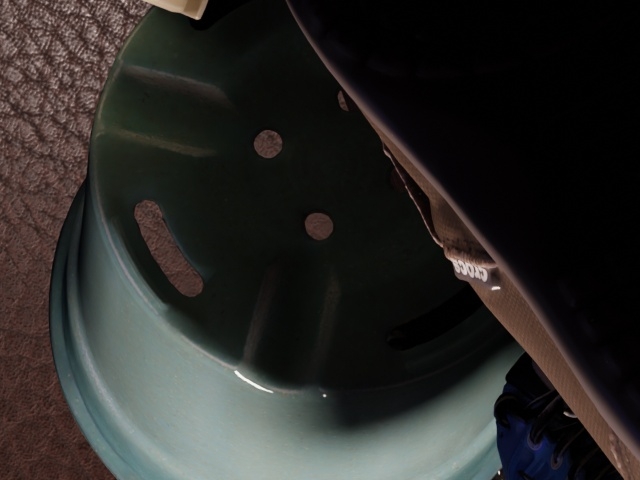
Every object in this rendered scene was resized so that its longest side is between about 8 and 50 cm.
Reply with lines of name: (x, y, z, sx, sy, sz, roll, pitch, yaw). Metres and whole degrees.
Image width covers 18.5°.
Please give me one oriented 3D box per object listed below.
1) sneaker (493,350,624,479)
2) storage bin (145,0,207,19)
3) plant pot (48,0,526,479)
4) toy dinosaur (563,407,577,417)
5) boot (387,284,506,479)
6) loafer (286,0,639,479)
sneaker: (0.138, 0.119, 0.967, 0.330, 0.130, 0.147, -119, 4, -86)
storage bin: (-0.132, -0.274, 1.030, 0.123, 0.260, 0.262, 19, -175, -41)
plant pot: (0.000, 0.000, 1.156, 0.334, 0.341, 0.341, 105, 144, -75)
toy dinosaur: (0.132, 0.030, 0.710, 0.118, 0.064, 0.268, 22, -151, -38)
boot: (0.156, 0.192, 1.660, 0.260, 0.131, 0.348, 69, 179, -48)
loafer: (0.082, -0.022, 0.615, 0.130, 0.134, 0.366, 69, 179, -47)
